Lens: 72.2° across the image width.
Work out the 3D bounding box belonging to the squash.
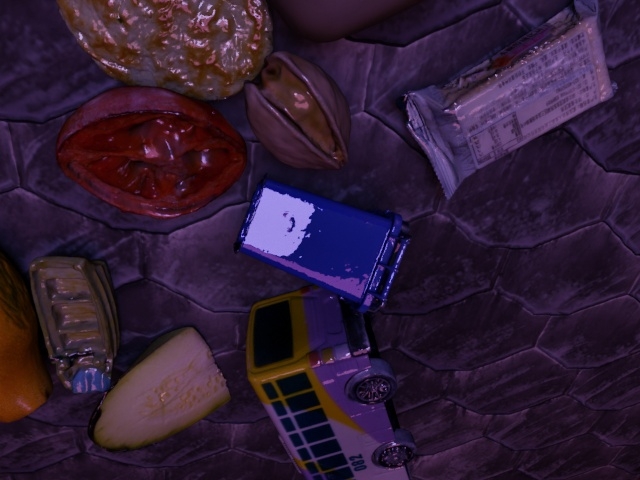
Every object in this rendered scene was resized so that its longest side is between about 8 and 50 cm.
[{"bbox_3d":[-0.299,0.309,0.837,0.204,0.155,0.237,-13,122,1],"label":"squash"}]

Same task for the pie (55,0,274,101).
[{"bbox_3d":[-0.184,-0.271,0.523,0.248,0.090,0.201,37,115,-28],"label":"pie"}]

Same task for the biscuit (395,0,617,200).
[{"bbox_3d":[0.282,-0.213,0.642,0.309,0.079,0.186,-31,120,11],"label":"biscuit"}]

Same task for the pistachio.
[{"bbox_3d":[-0.024,-0.161,0.568,0.126,0.152,0.223,-44,162,5],"label":"pistachio"}]

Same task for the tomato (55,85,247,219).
[{"bbox_3d":[-0.212,-0.125,0.580,0.227,0.101,0.228,-7,155,-3],"label":"tomato"}]

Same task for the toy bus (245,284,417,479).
[{"bbox_3d":[0.028,0.310,0.853,0.249,0.209,0.440,-17,123,3],"label":"toy bus"}]

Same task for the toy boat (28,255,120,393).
[{"bbox_3d":[-0.409,0.135,0.751,0.111,0.084,0.276,0,119,-6],"label":"toy boat"}]

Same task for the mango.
[{"bbox_3d":[-0.536,0.142,0.685,0.187,0.144,0.359,12,121,15],"label":"mango"}]

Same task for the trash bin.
[{"bbox_3d":[0.000,0.000,0.661,0.234,0.184,0.163,21,91,-13],"label":"trash bin"}]

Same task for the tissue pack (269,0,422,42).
[{"bbox_3d":[0.003,-0.388,0.371,0.267,0.277,0.387,-23,122,9],"label":"tissue pack"}]
